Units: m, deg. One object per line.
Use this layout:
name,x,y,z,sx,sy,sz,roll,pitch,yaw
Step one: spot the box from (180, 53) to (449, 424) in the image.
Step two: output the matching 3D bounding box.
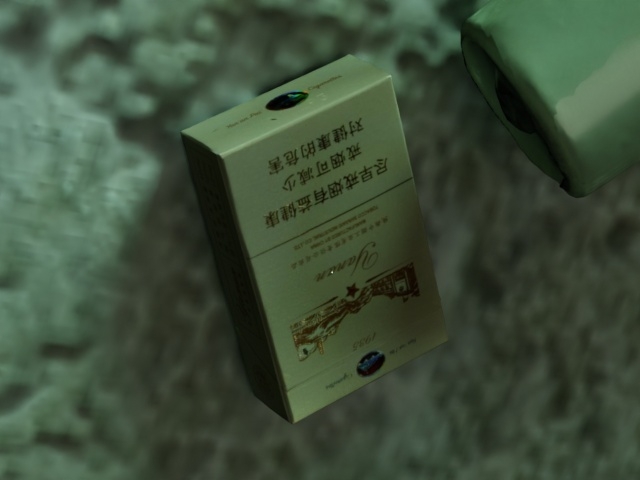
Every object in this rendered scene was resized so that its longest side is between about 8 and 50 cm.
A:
box,0.000,0.000,0.521,0.053,0.024,0.083,-25,122,-22

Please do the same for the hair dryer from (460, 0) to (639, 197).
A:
hair dryer,0.117,-0.155,0.508,0.298,0.119,0.296,33,93,-22
